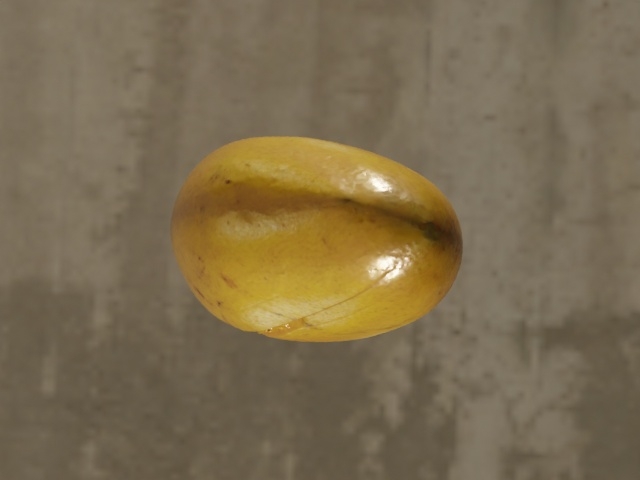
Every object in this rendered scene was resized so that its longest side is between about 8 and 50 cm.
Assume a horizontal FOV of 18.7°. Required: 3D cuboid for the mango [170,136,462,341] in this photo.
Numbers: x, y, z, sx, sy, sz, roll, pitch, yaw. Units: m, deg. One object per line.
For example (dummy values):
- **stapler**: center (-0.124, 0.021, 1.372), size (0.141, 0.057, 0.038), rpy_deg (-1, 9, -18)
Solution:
- **mango**: center (0.000, 0.000, 0.454), size (0.089, 0.060, 0.046), rpy_deg (-5, 60, 61)
